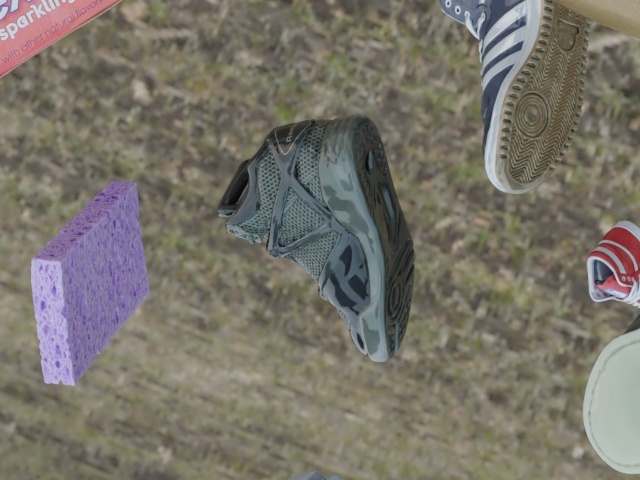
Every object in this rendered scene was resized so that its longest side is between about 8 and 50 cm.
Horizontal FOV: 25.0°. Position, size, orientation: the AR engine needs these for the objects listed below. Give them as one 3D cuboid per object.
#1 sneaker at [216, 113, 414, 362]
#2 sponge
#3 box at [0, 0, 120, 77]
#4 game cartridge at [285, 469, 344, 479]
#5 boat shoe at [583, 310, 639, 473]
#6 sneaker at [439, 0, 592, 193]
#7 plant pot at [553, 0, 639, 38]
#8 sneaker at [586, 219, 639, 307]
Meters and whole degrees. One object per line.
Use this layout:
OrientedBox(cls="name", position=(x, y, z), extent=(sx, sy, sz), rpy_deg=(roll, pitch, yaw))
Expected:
OrientedBox(cls="sneaker", position=(0.000, 0.000, 1.160), extent=(0.130, 0.087, 0.227), rpy_deg=(2, 132, 26))
OrientedBox(cls="sponge", position=(-0.203, 0.033, 1.299), extent=(0.031, 0.210, 0.117), rpy_deg=(1, 111, 12))
OrientedBox(cls="box", position=(-0.205, -0.177, 0.754), extent=(0.142, 0.300, 0.154), rpy_deg=(33, 154, 48))
OrientedBox(cls="game cartridge", position=(-0.110, 0.318, 1.225), extent=(0.062, 0.297, 0.198), rpy_deg=(47, 151, 0))
OrientedBox(cls="boat shoe", position=(0.359, 0.088, 1.356), extent=(0.127, 0.113, 0.340), rpy_deg=(43, 136, 30))
OrientedBox(cls="sneaker", position=(0.187, -0.183, 1.471), extent=(0.099, 0.282, 0.153), rpy_deg=(19, 171, -36))
OrientedBox(cls="plant pot", position=(0.307, -0.247, 1.171), extent=(0.237, 0.237, 0.254), rpy_deg=(47, -173, -40))
OrientedBox(cls="sneaker", position=(0.267, 0.045, 1.191), extent=(0.118, 0.067, 0.042), rpy_deg=(50, 144, 5))
